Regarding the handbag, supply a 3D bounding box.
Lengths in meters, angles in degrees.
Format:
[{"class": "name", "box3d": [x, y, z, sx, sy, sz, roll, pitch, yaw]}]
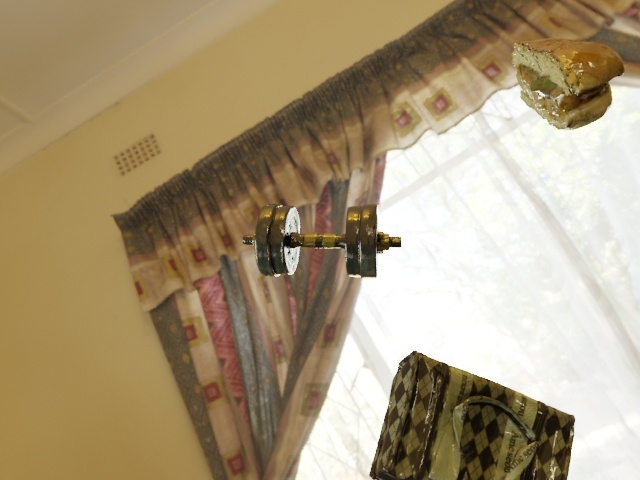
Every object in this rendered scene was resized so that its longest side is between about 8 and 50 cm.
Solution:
[{"class": "handbag", "box3d": [0.348, 0.474, 1.137, 0.180, 0.416, 0.317, 109, -177, -56]}]

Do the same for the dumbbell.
[{"class": "dumbbell", "box3d": [0.000, 0.000, 1.206, 0.388, 0.185, 0.185, 1, -18, 9]}]

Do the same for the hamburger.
[{"class": "hamburger", "box3d": [0.393, -0.266, 0.798, 0.131, 0.124, 0.262, -18, 26, 15]}]
